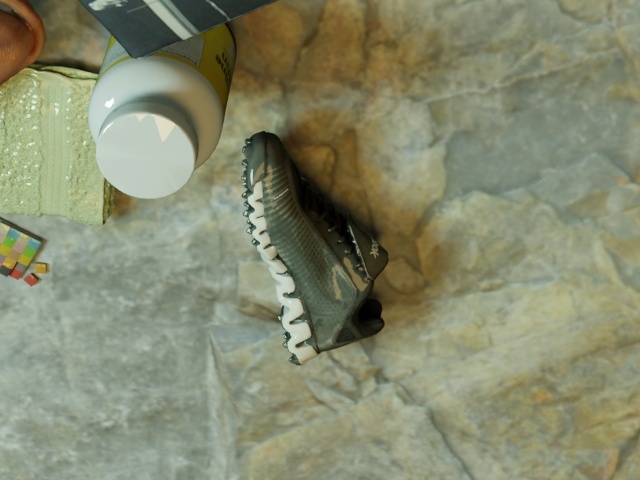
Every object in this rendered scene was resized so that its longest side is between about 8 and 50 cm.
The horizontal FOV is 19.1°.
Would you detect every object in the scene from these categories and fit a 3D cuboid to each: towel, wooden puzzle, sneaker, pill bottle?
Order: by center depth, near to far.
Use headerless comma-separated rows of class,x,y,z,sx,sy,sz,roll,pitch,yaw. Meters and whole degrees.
pill bottle,-0.122,-0.111,1.464,0.103,0.184,0.103,2,123,3
towel,-0.223,-0.080,1.584,0.110,0.027,0.148,7,123,0
sneaker,0.000,0.000,1.598,0.106,0.078,0.234,-11,126,7
wooden puzzle,-0.274,0.007,1.655,0.083,0.006,0.049,27,120,-14

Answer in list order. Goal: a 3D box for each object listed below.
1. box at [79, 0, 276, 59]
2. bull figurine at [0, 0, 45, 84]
box,-0.030,-0.409,1.020,0.480,0.297,0.472,-21,145,19
bull figurine,-0.360,-0.128,1.516,0.310,0.101,0.188,-35,113,23
